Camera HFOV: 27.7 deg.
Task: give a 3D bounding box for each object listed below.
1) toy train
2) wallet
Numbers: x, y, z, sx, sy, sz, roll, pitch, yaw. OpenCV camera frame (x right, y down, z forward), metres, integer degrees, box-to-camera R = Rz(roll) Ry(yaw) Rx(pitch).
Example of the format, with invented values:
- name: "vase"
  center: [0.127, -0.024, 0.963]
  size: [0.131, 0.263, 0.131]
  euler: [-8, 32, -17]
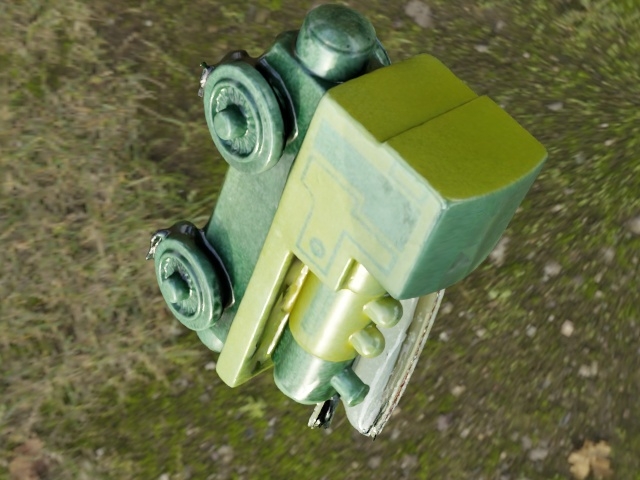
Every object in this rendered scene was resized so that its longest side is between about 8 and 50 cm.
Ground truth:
- name: "toy train"
  center: [0.000, 0.000, 1.016]
  size: [0.237, 0.150, 0.369]
  euler: [47, 140, 21]
- name: "wallet"
  center: [0.058, 0.035, 1.258]
  size: [0.077, 0.309, 0.223]
  euler: [16, 112, -3]
